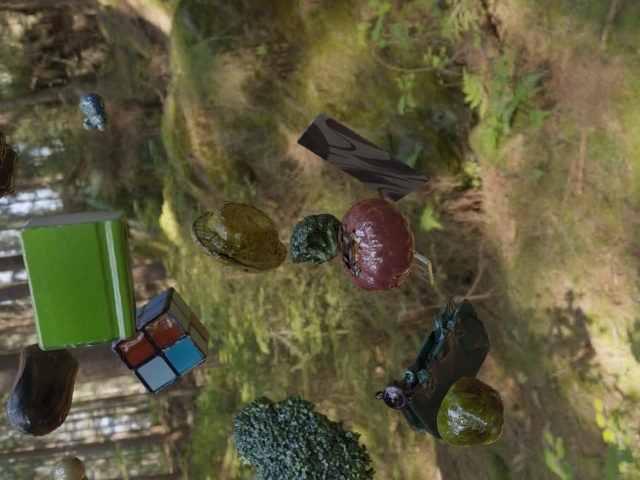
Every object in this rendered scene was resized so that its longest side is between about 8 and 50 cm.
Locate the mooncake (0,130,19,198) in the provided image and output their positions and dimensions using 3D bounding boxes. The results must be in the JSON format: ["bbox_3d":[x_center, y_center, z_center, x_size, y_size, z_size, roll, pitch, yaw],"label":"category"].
[{"bbox_3d":[-1.034,-0.224,1.986,0.351,0.381,0.212,54,-144,-53],"label":"mooncake"}]

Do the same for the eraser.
[{"bbox_3d":[-0.499,0.082,1.526,0.092,0.210,0.274,-113,19,-69],"label":"eraser"}]

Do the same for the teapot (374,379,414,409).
[{"bbox_3d":[0.172,0.363,1.698,0.045,0.100,0.068,-46,-54,-56],"label":"teapot"}]

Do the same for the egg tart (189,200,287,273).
[{"bbox_3d":[-0.212,-0.021,1.997,0.295,0.294,0.116,-99,32,-62],"label":"egg tart"}]

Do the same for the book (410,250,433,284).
[{"bbox_3d":[0.252,0.034,2.452,0.295,0.020,0.208,34,169,23],"label":"book"}]

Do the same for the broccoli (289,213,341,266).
[{"bbox_3d":[0.000,0.000,1.793,0.138,0.162,0.146,46,126,25],"label":"broccoli"}]

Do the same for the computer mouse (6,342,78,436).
[{"bbox_3d":[-0.835,0.437,2.205,0.116,0.182,0.323,-50,30,34],"label":"computer mouse"}]

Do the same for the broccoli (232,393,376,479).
[{"bbox_3d":[-0.054,0.535,1.773,0.302,0.375,0.249,89,-155,-62],"label":"broccoli"}]

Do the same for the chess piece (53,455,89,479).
[{"bbox_3d":[-0.547,0.562,1.628,0.094,0.094,0.171,-101,7,-71],"label":"chess piece"}]

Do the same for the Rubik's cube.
[{"bbox_3d":[-0.409,0.257,1.886,0.180,0.183,0.167,53,-174,-17],"label":"Rubik's cube"}]

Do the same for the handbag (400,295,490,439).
[{"bbox_3d":[0.322,0.334,1.901,0.326,0.089,0.238,-54,-44,-22],"label":"handbag"}]

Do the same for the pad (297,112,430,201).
[{"bbox_3d":[0.106,-0.210,1.920,0.004,0.330,0.220,-64,10,-20],"label":"pad"}]

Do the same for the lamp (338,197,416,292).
[{"bbox_3d":[0.111,0.009,1.372,0.182,0.140,0.182,169,90,-71],"label":"lamp"}]

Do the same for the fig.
[{"bbox_3d":[0.335,0.391,1.640,0.154,0.165,0.144,57,-165,18],"label":"fig"}]

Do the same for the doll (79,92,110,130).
[{"bbox_3d":[-0.506,-0.287,1.623,0.050,0.076,0.083,-43,-56,-45],"label":"doll"}]
